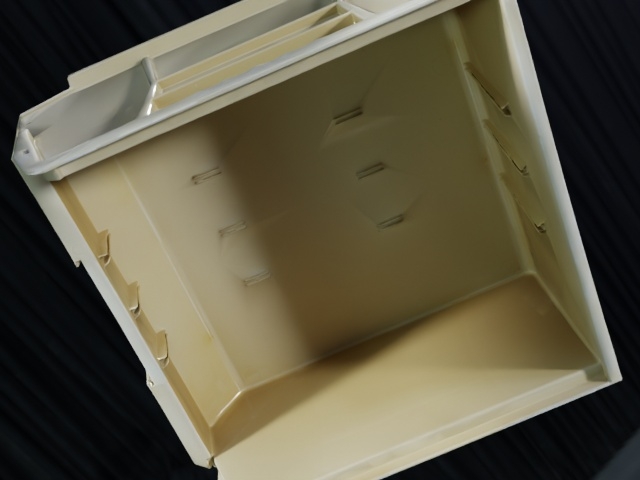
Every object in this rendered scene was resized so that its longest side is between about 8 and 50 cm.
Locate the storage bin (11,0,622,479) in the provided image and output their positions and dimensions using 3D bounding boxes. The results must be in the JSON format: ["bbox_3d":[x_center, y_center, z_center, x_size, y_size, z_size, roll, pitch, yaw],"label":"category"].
[{"bbox_3d":[0.000,0.000,0.601,0.260,0.262,0.123,-23,31,1],"label":"storage bin"}]
